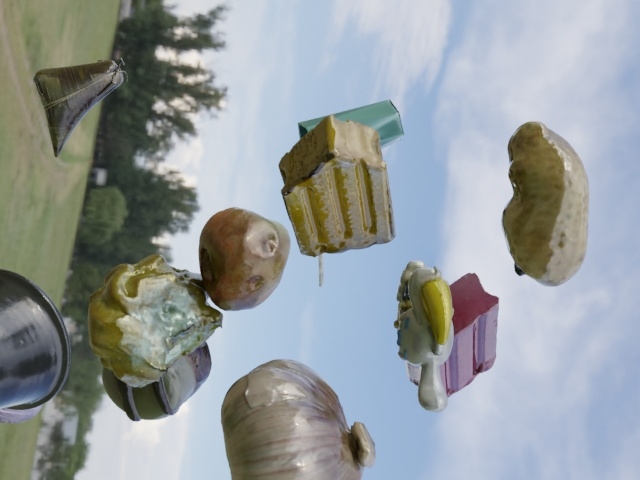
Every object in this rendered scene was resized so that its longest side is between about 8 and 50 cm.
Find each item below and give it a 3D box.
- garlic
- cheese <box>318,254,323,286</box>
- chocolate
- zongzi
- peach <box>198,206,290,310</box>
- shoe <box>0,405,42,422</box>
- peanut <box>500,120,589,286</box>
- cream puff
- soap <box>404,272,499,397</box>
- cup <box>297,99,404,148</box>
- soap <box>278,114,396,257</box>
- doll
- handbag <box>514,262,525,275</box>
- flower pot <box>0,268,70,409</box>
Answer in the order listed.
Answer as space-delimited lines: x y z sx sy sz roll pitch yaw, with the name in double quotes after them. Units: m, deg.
-0.054 0.346 1.374 0.322 0.241 0.321 49 -27 35 "garlic"
0.000 0.000 2.245 0.127 0.050 0.255 -60 150 -78 "cheese"
-0.437 0.331 2.109 0.186 0.284 0.283 -48 155 -67 "chocolate"
-0.491 -0.282 1.735 0.084 0.187 0.184 -141 -140 -71 "zongzi"
-0.176 0.047 1.856 0.214 0.214 0.235 -171 -86 -74 "peach"
-0.630 0.263 1.567 0.137 0.245 0.095 -46 -139 20 "shoe"
0.342 -0.056 1.263 0.137 0.122 0.253 8 -79 38 "peanut"
-0.411 0.185 1.892 0.270 0.323 0.274 -26 -83 48 "cream puff"
0.337 0.266 2.106 0.128 0.233 0.359 49 -14 31 "soap"
0.076 -0.263 2.011 0.148 0.236 0.134 81 -17 -55 "cup"
0.025 -0.078 1.247 0.257 0.161 0.080 76 4 -57 "soap"
0.196 0.166 1.567 0.237 0.111 0.252 -129 -138 -68 "doll"
0.483 -0.057 1.811 0.175 0.089 0.270 168 -72 -73 "handbag"
-0.515 0.174 1.232 0.148 0.235 0.235 -40 147 -68 "flower pot"
